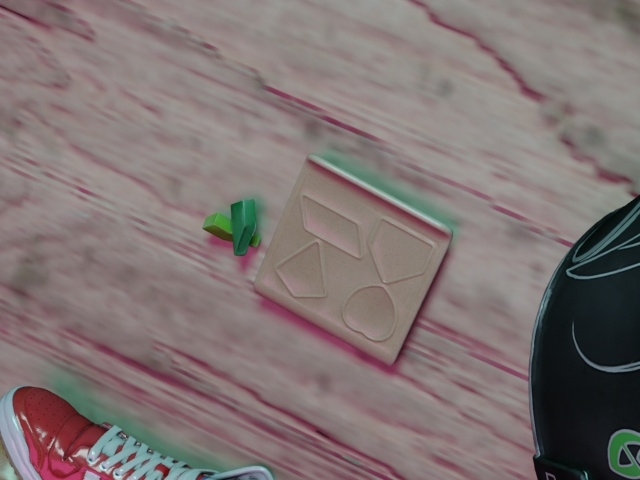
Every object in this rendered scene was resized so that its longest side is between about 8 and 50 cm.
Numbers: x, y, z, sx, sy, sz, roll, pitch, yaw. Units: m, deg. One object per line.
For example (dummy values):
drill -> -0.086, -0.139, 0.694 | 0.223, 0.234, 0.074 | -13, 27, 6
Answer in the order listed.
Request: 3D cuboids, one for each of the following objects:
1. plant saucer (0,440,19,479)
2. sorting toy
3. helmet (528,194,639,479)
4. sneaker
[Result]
plant saucer -> -0.133, 0.113, 0.781 | 0.083, 0.015, 0.083 | 8, 109, 23
sorting toy -> 0.000, 0.000, 0.685 | 0.083, 0.012, 0.062 | 29, 120, 11
helmet -> 0.158, 0.036, 0.547 | 0.161, 0.169, 0.169 | -13, 100, 45
sneaker -> -0.061, 0.088, 0.724 | 0.118, 0.042, 0.067 | 49, 123, -4
